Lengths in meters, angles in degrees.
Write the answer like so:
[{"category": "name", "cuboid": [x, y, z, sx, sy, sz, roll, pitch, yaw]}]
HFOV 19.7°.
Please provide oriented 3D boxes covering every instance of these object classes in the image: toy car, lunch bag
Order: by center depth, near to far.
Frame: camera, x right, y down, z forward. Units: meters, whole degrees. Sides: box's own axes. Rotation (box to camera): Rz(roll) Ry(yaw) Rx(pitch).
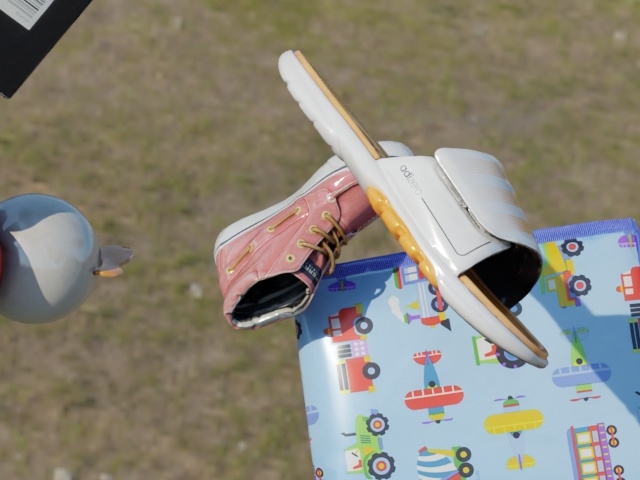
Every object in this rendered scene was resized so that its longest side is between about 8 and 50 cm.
[{"category": "lunch bag", "cuboid": [0.143, 0.111, 1.423, 0.293, 0.221, 0.138, -11, -11, 16]}, {"category": "toy car", "cuboid": [-0.280, 0.008, 1.576, 0.238, 0.219, 0.210, 4, 14, -32]}]

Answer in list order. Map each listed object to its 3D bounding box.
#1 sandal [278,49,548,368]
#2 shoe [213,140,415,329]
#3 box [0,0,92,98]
[{"category": "sandal", "cuboid": [0.070, -0.038, 1.142, 0.265, 0.076, 0.102, 53, 9, 20]}, {"category": "shoe", "cuboid": [0.000, 0.000, 1.362, 0.063, 0.178, 0.081, 45, 24, -38]}, {"category": "box", "cuboid": [-0.218, -0.207, 1.291, 0.093, 0.156, 0.158, 37, 8, -33]}]
